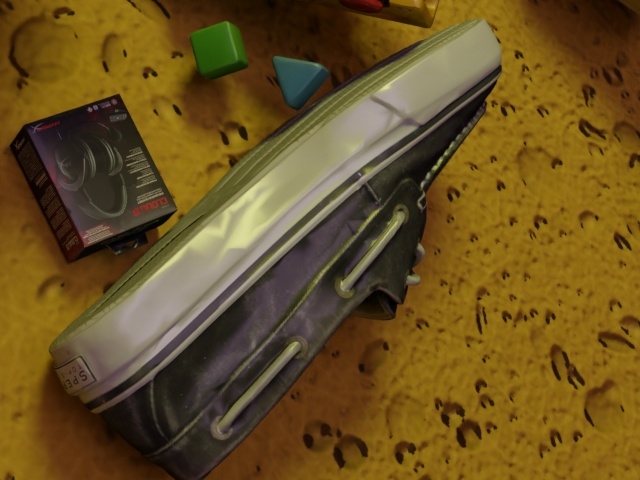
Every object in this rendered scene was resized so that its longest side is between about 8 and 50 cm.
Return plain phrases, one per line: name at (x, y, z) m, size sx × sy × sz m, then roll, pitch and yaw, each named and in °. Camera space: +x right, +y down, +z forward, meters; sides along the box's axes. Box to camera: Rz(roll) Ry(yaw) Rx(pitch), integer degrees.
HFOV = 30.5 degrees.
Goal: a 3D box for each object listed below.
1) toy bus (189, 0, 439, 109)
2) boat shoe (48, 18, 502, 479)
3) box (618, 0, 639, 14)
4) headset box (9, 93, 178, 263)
toy bus at (-0.011, -0.195, 0.729) m, size 0.191 × 0.104 × 0.202 m, roll -31°, pitch 85°, yaw 8°
boat shoe at (0.000, 0.000, 0.675) m, size 0.335 × 0.121 × 0.119 m, roll -42°, pitch 104°, yaw -23°
box at (0.296, -0.335, 0.879) m, size 0.148 × 0.121 × 0.311 m, roll 34°, pitch 77°, yaw 0°
headset box at (-0.123, -0.031, 0.651) m, size 0.062 × 0.032 × 0.083 m, roll -24°, pitch 84°, yaw -34°
